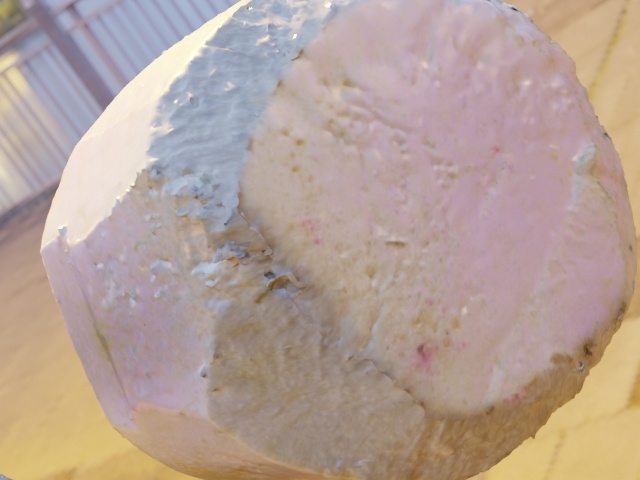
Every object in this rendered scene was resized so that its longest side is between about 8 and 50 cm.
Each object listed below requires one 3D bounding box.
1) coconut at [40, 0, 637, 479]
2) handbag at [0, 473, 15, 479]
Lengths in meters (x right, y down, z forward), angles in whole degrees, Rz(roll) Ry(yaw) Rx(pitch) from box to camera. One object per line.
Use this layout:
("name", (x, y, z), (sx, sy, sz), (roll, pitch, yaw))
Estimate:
("coconut", (0.000, 0.000, 0.466), (0.147, 0.147, 0.153), (-41, 11, -23))
("handbag", (-0.187, 0.338, 1.170), (0.341, 0.247, 0.240), (19, 67, 45))
